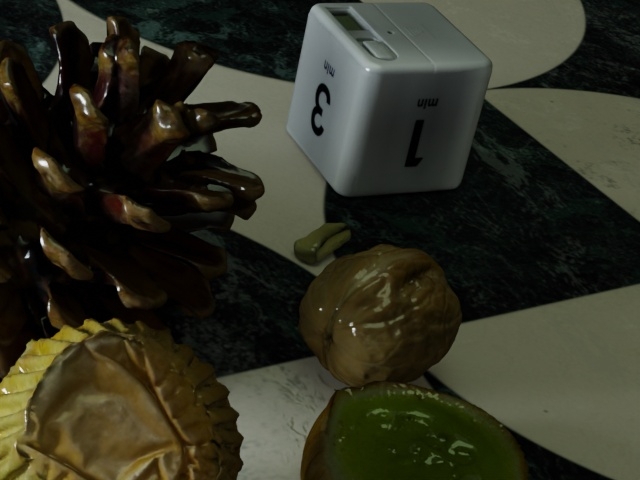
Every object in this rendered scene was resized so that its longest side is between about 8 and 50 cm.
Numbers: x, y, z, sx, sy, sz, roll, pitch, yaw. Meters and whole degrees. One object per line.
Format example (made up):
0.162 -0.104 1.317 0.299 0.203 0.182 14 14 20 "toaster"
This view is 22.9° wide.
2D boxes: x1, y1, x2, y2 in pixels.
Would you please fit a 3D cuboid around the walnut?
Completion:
0.069 0.079 1.695 0.155 0.155 0.184 33 35 30 "walnut"

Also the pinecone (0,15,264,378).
-0.215 -0.054 1.555 0.384 0.384 0.384 9 31 -6 "pinecone"

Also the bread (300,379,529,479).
0.091 0.230 1.540 0.236 0.070 0.236 9 33 -6 "bread"

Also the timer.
0.087 -0.190 2.097 0.194 0.195 0.192 -6 36 -26 "timer"

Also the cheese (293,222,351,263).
0.000 0.000 1.918 0.044 0.030 0.083 9 29 37 "cheese"

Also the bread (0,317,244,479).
-0.174 0.180 1.383 0.240 0.139 0.240 5 75 -20 "bread"
